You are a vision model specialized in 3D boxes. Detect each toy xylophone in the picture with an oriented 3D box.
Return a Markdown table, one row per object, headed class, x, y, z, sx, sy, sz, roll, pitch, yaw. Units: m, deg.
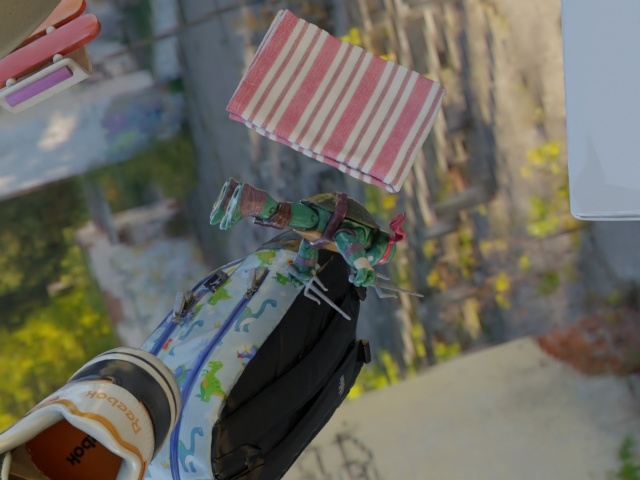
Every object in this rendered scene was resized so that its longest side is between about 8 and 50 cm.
| class | x | y | z | sx | sy | sz | roll | pitch | yaw |
| --- | --- | --- | --- | --- | --- | --- | --- | --- | --- |
| toy xylophone | -0.421 | -0.288 | 2.193 | 0.322 | 0.236 | 0.081 | 60 | -175 | 35 |

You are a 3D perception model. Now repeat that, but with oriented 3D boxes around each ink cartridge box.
| class | x | y | z | sx | sy | sz | roll | pitch | yaw |
| --- | --- | --- | --- | --- | --- | --- | --- | --- | --- |
| ink cartridge box | 0.382 | -0.169 | 1.484 | 0.166 | 0.395 | 0.285 | -2 | 92 | 37 |

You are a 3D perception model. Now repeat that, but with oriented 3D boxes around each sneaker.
| class | x | y | z | sx | sy | sz | roll | pitch | yaw |
| --- | --- | --- | --- | --- | --- | --- | --- | --- | --- |
| sneaker | -0.234 | 0.223 | 1.255 | 0.126 | 0.321 | 0.127 | 35 | -161 | 2 |

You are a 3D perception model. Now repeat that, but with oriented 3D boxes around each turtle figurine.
| class | x | y | z | sx | sy | sz | roll | pitch | yaw |
| --- | --- | --- | --- | --- | --- | --- | --- | --- | --- |
| turtle figurine | 0.000 | 0.000 | 1.803 | 0.175 | 0.234 | 0.118 | -30 | 39 | 67 |

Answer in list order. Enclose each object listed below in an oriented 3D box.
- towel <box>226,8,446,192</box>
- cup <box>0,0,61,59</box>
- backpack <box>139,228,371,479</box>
| class | x | y | z | sx | sy | sz | roll | pitch | yaw |
| --- | --- | --- | --- | --- | --- | --- | --- | --- | --- |
| towel | 0.019 | -0.143 | 1.653 | 0.029 | 0.197 | 0.144 | 112 | -177 | -60 |
| cup | -0.411 | -0.316 | 1.762 | 0.331 | 0.237 | 0.331 | 20 | 118 | 43 |
| backpack | -0.104 | 0.187 | 2.090 | 0.355 | 0.273 | 0.290 | -68 | -20 | -46 |
